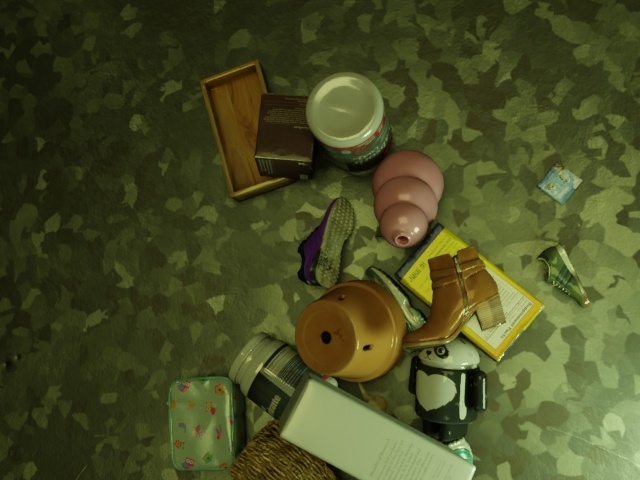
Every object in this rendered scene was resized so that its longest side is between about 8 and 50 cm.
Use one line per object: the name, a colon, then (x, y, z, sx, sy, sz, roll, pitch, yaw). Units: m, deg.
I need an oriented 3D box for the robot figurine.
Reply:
robot figurine: (0.342, 0.395, 1.803, 0.209, 0.173, 0.278, 3, 91, 10)

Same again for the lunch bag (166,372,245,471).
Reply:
lunch bag: (-0.341, 0.533, 1.963, 0.224, 0.108, 0.279, -7, 78, 13)

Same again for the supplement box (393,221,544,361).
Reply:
supplement box: (0.405, 0.147, 1.835, 0.356, 0.195, 0.194, 40, 90, 16)

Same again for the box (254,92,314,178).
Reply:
box: (-0.097, -0.306, 1.962, 0.167, 0.168, 0.203, 5, 76, 1)

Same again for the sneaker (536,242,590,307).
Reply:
sneaker: (0.674, 0.108, 1.859, 0.086, 0.064, 0.192, -25, 76, 14)

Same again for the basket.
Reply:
basket: (-0.054, 0.620, 1.794, 0.299, 0.223, 0.213, 42, 123, 17)

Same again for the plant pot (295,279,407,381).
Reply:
plant pot: (0.064, 0.256, 1.833, 0.290, 0.203, 0.291, -1, 89, 33)

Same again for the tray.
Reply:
tray: (-0.232, -0.349, 2.117, 0.202, 0.076, 0.411, -18, 78, 7)

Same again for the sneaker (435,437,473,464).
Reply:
sneaker: (0.288, 0.632, 1.824, 0.275, 0.107, 0.110, -24, 85, 6)

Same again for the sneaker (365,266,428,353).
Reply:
sneaker: (0.207, 0.201, 1.912, 0.122, 0.110, 0.283, -40, 75, 6)

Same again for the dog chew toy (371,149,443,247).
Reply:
dog chew toy: (0.240, -0.107, 1.855, 0.206, 0.207, 0.332, -1, 41, 11)

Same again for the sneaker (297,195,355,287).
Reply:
sneaker: (-0.001, 0.000, 1.992, 0.146, 0.102, 0.293, -3, 60, 43)

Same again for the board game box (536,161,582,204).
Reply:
board game box: (0.692, -0.165, 1.922, 0.090, 0.020, 0.090, 39, 89, 14)

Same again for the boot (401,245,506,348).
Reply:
boot: (0.312, 0.148, 1.695, 0.283, 0.109, 0.220, -21, 78, 5)

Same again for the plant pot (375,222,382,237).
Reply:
plant pot: (0.211, -0.040, 1.974, 0.079, 0.083, 0.083, 13, 83, 1)

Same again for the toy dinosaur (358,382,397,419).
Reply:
toy dinosaur: (0.143, 0.477, 1.913, 0.092, 0.053, 0.183, -39, 70, -15)

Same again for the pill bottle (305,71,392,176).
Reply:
pill bottle: (0.095, -0.314, 1.893, 0.210, 0.363, 0.210, -2, 79, 12)

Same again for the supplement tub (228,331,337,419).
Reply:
supplement tub: (-0.106, 0.406, 1.894, 0.272, 0.191, 0.191, 33, 88, 15)

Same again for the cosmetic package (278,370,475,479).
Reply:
cosmetic package: (0.129, 0.509, 1.663, 0.453, 0.230, 0.161, 29, 82, 0)
